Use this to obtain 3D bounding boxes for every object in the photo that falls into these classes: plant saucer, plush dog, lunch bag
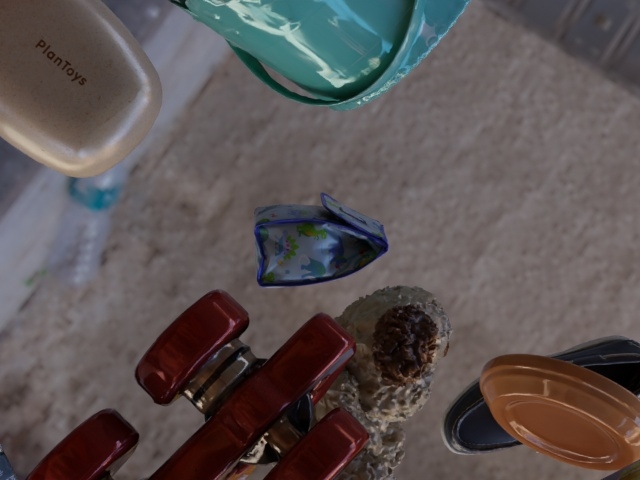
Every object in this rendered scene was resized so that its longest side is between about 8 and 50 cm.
[{"bbox_3d":[0.254,0.184,1.707,0.200,0.200,0.037,89,25,-62],"label":"plant saucer"},{"bbox_3d":[0.036,0.135,1.653,0.225,0.210,0.262,-44,179,7],"label":"plush dog"},{"bbox_3d":[0.000,0.000,1.885,0.129,0.151,0.096,-98,-174,-80],"label":"lunch bag"}]

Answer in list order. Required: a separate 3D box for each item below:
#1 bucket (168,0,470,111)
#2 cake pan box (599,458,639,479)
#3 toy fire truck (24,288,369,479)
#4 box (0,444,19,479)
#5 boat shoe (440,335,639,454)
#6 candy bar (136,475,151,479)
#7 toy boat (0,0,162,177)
[{"bbox_3d":[0.014,-0.260,1.467,0.281,0.183,0.281,-44,-157,24],"label":"bucket"},{"bbox_3d":[0.302,0.326,1.461,0.246,0.267,0.070,-40,-164,44],"label":"cake pan box"},{"bbox_3d":[-0.091,0.181,1.336,0.302,0.169,0.254,-46,174,-6],"label":"toy fire truck"},{"bbox_3d":[-0.399,0.202,1.529,0.191,0.045,0.184,-33,118,-20],"label":"box"},{"bbox_3d":[0.259,0.179,1.846,0.255,0.095,0.079,-16,-169,-11],"label":"boat shoe"},{"bbox_3d":[-0.197,0.265,1.729,0.161,0.018,0.040,-17,133,-11],"label":"candy bar"},{"bbox_3d":[-0.353,-0.151,1.850,0.318,0.267,0.148,-44,-173,-10],"label":"toy boat"}]
